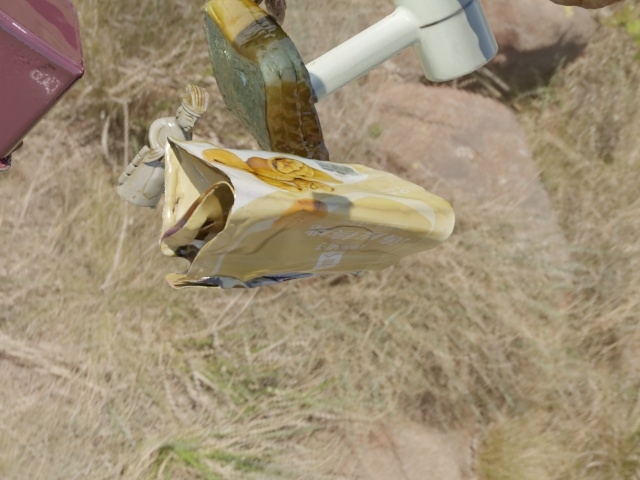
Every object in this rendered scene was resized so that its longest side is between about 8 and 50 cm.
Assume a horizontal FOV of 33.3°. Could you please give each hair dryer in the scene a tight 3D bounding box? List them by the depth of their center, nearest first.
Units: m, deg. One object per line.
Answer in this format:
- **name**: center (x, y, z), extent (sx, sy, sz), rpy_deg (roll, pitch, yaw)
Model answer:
- **hair dryer**: center (0.090, -0.301, 1.658), extent (0.362, 0.128, 0.203), rpy_deg (-33, 116, -11)

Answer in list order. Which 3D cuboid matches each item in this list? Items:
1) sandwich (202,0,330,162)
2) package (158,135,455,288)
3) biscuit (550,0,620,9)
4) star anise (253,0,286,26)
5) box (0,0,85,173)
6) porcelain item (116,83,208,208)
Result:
- **sandwich**: center (-0.084, -0.220, 1.555), extent (0.087, 0.226, 0.251), rpy_deg (-22, 43, -15)
- **package**: center (-0.029, -0.011, 1.322), extent (0.311, 0.165, 0.221), rpy_deg (3, 17, -35)
- **biscuit**: center (0.334, -0.449, 1.416), extent (0.296, 0.296, 0.102), rpy_deg (42, 66, 3)
- **star anise**: center (-0.070, -0.418, 1.631), extent (0.212, 0.283, 0.129), rpy_deg (14, 55, -34)
- **box**: center (-0.395, -0.231, 1.129), extent (0.294, 0.167, 0.193), rpy_deg (37, 21, -39)
- **porcelain item**: center (-0.230, -0.142, 1.628), extent (0.084, 0.213, 0.054), rpy_deg (7, 40, -43)
